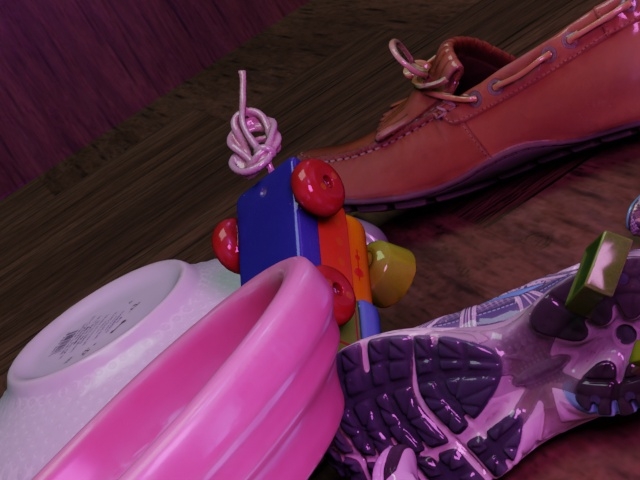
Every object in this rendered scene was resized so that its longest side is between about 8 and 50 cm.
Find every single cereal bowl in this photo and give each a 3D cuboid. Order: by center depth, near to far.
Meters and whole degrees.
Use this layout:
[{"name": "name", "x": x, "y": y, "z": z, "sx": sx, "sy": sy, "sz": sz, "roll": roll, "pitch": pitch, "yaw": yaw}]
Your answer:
[{"name": "cereal bowl", "x": -0.131, "y": 0.116, "z": 1.274, "sx": 0.339, "sy": 0.141, "sz": 0.339, "roll": -28, "pitch": 17, "yaw": 10}]

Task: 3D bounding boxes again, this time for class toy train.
[{"name": "toy train", "x": 0.008, "y": -0.001, "z": 1.183, "sx": 0.105, "sy": 0.143, "sz": 0.248, "roll": -35, "pitch": 45, "yaw": 35}]

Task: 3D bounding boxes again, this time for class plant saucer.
[{"name": "plant saucer", "x": -0.102, "y": 0.150, "z": 0.967, "sx": 0.332, "sy": 0.084, "sz": 0.332, "roll": -43, "pitch": 7, "yaw": 7}]

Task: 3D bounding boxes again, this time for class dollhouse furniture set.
[{"name": "dollhouse furniture set", "x": 0.208, "y": 0.045, "z": 0.889, "sx": 0.058, "sy": 0.151, "sz": 0.076, "roll": 93, "pitch": -162, "yaw": -78}]

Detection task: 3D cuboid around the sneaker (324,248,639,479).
[{"name": "sneaker", "x": 0.125, "y": 0.080, "z": 1.031, "sx": 0.283, "sy": 0.110, "sz": 0.122, "roll": -20, "pitch": 1, "yaw": 29}]

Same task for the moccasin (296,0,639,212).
[{"name": "moccasin", "x": 0.135, "y": -0.121, "z": 1.438, "sx": 0.380, "sy": 0.147, "sz": 0.139, "roll": -19, "pitch": 5, "yaw": 38}]

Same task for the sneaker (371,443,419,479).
[{"name": "sneaker", "x": 0.053, "y": 0.161, "z": 0.966, "sx": 0.043, "sy": 0.040, "sz": 0.109, "roll": -17, "pitch": 41, "yaw": 18}]

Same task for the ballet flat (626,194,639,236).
[{"name": "ballet flat", "x": 0.256, "y": -0.035, "z": 1.212, "sx": 0.041, "sy": 0.041, "sz": 0.114, "roll": -17, "pitch": 22, "yaw": 41}]

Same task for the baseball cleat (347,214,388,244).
[{"name": "baseball cleat", "x": 0.000, "y": 0.000, "z": 1.502, "sx": 0.206, "sy": 0.072, "sz": 0.109, "roll": -9, "pitch": 21, "yaw": 46}]
